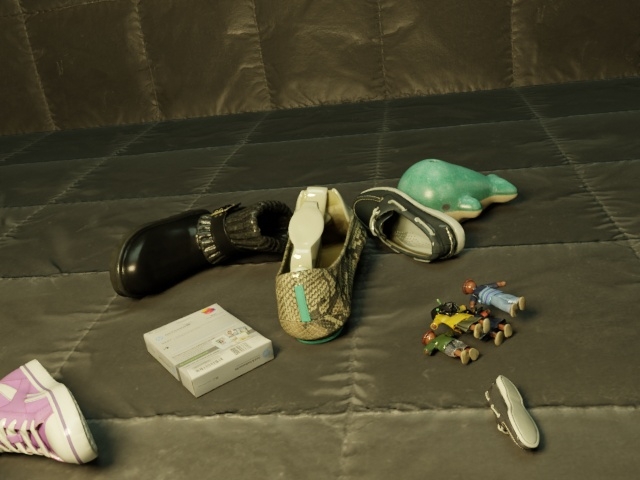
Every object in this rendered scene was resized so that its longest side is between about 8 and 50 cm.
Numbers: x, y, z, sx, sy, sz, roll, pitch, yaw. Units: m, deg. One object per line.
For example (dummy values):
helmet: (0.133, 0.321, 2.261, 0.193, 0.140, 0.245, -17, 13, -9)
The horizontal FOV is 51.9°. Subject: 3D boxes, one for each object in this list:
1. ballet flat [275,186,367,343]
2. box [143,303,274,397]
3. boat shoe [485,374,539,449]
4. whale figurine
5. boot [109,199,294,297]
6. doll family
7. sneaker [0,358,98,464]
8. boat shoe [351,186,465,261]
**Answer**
ballet flat: (0.000, 0.000, 1.245, 0.163, 0.182, 0.483, -10, 23, 10)
box: (-0.188, 0.175, 1.087, 0.145, 0.038, 0.186, -23, 29, -32)
boat shoe: (0.242, 0.225, 0.843, 0.046, 0.038, 0.125, 30, 22, -19)
whale figurine: (0.304, -0.121, 1.484, 0.271, 0.141, 0.216, -11, 23, -10)
boot: (-0.230, 0.008, 1.336, 0.260, 0.131, 0.348, 0, 24, 29)
doll family: (0.236, 0.121, 1.048, 0.192, 0.076, 0.111, -17, 21, -33)
sneaker: (-0.412, 0.264, 0.891, 0.161, 0.102, 0.282, -28, 20, -32)
boat shoe: (0.158, -0.038, 1.373, 0.091, 0.115, 0.302, -18, 24, -36)
